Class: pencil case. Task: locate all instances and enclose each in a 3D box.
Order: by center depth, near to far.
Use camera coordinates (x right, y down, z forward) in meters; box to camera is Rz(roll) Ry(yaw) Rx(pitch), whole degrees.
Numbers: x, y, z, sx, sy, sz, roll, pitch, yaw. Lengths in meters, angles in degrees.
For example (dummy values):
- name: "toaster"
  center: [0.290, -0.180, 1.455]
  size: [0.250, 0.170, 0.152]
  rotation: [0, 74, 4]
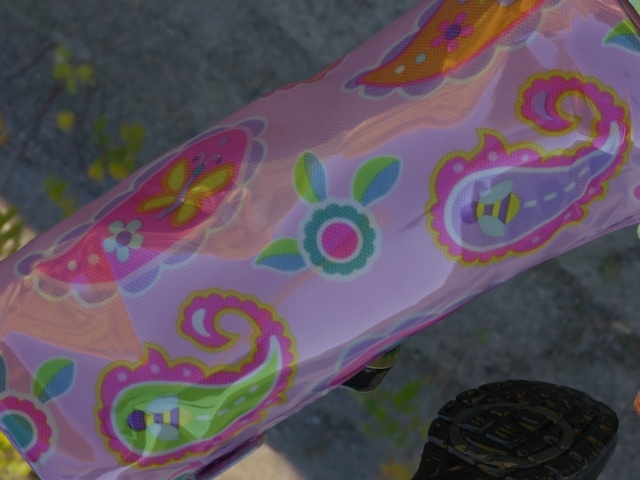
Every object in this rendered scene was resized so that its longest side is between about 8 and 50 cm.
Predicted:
- name: "pencil case"
  center: [0.000, 0.000, 0.576]
  size: [0.124, 0.284, 0.124]
  rotation: [57, -174, -9]

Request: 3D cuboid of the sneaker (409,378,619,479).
- name: "sneaker"
  center: [0.097, 0.199, 1.047]
  size: [0.109, 0.286, 0.130]
  rotation: [31, 140, 38]

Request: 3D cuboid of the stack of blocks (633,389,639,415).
- name: "stack of blocks"
  center: [0.317, 0.130, 0.978]
  size: [0.087, 0.297, 0.171]
  rotation: [13, 116, -16]

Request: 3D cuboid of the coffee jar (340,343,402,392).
- name: "coffee jar"
  center: [0.031, 0.015, 1.036]
  size: [0.096, 0.079, 0.184]
  rotation: [18, 119, -14]

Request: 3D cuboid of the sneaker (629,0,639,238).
- name: "sneaker"
  center: [0.220, -0.067, 0.764]
  size: [0.385, 0.147, 0.145]
  rotation: [63, 156, 20]
